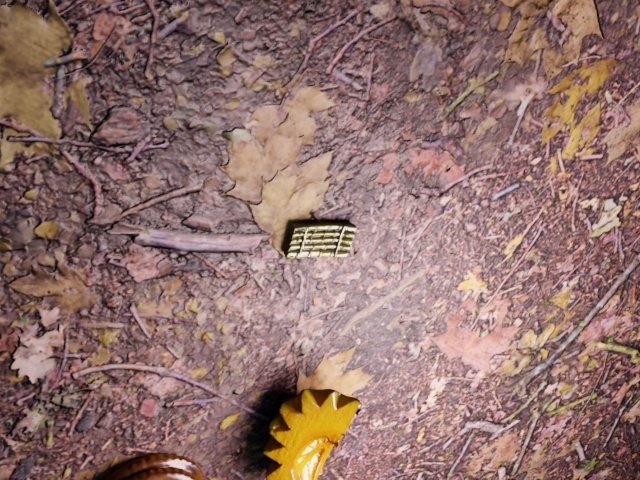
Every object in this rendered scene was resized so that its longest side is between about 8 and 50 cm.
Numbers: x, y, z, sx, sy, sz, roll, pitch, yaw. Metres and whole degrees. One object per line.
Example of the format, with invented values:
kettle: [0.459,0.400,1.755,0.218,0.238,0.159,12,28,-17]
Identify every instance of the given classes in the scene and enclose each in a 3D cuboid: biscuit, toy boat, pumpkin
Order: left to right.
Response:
biscuit: [-0.293,0.462,1.537,0.220,0.066,0.220,-17,128,-22]
pumpkin: [-0.025,0.338,1.612,0.130,0.149,0.254,25,109,1]
toy boat: [0.000,0.000,1.421,0.115,0.016,0.063,-1,123,-31]
